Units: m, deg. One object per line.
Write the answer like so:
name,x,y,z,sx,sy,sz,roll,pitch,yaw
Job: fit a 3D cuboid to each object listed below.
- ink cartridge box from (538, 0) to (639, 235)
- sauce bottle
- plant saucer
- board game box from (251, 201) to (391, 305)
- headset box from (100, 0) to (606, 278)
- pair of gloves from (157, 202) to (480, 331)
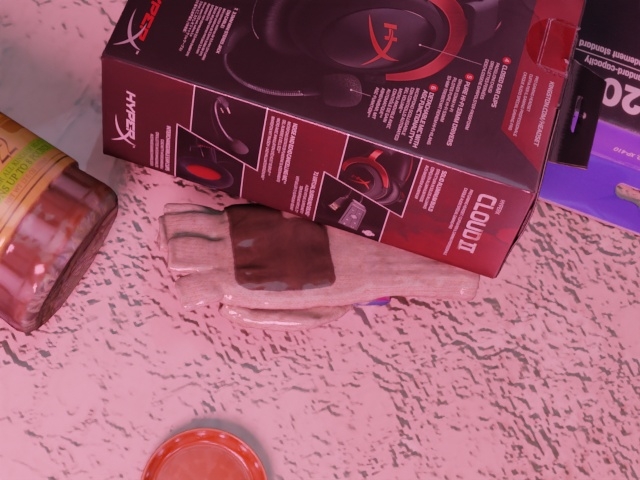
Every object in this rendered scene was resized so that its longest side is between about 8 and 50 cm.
ink cartridge box,0.262,-0.102,0.993,0.206,0.045,0.208,18,75,-9
sauce bottle,-0.291,-0.076,0.820,0.344,0.111,0.111,32,72,-2
plant saucer,-0.074,0.162,0.866,0.083,0.013,0.083,3,75,-12
board game box,0.000,0.000,0.918,0.090,0.020,0.090,-1,76,-13
headset box,0.037,-0.121,0.854,0.293,0.110,0.218,17,59,2
pair of gloves,-0.013,-0.050,0.896,0.204,0.042,0.240,-7,61,-12
